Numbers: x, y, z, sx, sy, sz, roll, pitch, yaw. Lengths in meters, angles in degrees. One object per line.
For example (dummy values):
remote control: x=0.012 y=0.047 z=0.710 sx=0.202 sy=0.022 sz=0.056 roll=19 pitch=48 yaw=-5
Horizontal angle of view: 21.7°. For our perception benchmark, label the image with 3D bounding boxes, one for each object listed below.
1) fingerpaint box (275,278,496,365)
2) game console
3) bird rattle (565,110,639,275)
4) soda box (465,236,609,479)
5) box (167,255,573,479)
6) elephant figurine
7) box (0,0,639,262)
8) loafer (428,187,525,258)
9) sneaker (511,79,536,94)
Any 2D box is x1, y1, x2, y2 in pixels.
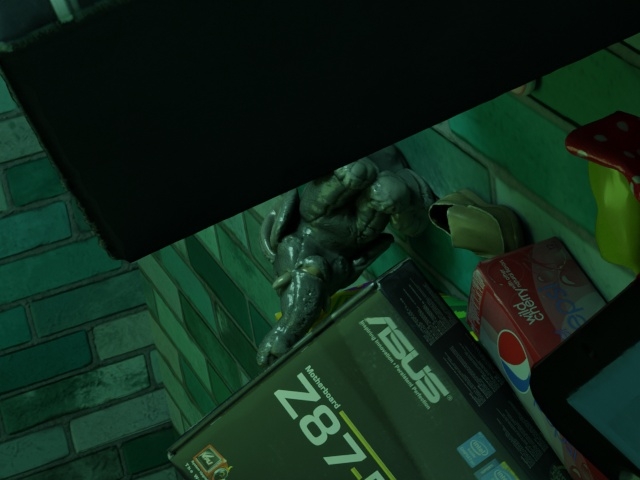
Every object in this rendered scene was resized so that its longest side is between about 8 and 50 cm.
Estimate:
fingerpaint box: x=0.124 y=0.291 z=1.844 sx=0.371 sy=0.163 sz=0.445 roll=-161 pitch=55 yaw=-69
game console: x=0.301 y=0.169 z=1.101 sx=0.342 sy=0.060 sz=0.386 roll=48 pitch=165 yaw=7
bird rattle: x=0.272 y=-0.028 z=1.085 sx=0.207 sy=0.143 sz=0.253 roll=44 pitch=177 yaw=8
soda box: x=0.228 y=0.119 z=1.461 sx=0.083 sy=0.092 sz=0.263 roll=91 pitch=155 yaw=-46
box: x=0.085 y=0.263 z=1.593 sx=0.318 sy=0.097 sz=0.395 roll=-40 pitch=86 yaw=30
elephant figurine: x=0.000 y=0.000 z=1.826 sx=0.169 sy=0.186 sz=0.239 roll=44 pitch=115 yaw=27
box: x=-0.025 y=-0.320 z=1.067 sx=0.297 sy=0.480 sz=0.472 roll=72 pitch=173 yaw=-67
loafer: x=0.153 y=-0.010 z=1.641 sx=0.148 sy=0.050 sz=0.056 roll=-147 pitch=42 yaw=-65
sneaker: x=0.136 y=-0.177 z=1.493 sx=0.051 sy=0.070 sz=0.134 roll=105 pitch=142 yaw=-58
